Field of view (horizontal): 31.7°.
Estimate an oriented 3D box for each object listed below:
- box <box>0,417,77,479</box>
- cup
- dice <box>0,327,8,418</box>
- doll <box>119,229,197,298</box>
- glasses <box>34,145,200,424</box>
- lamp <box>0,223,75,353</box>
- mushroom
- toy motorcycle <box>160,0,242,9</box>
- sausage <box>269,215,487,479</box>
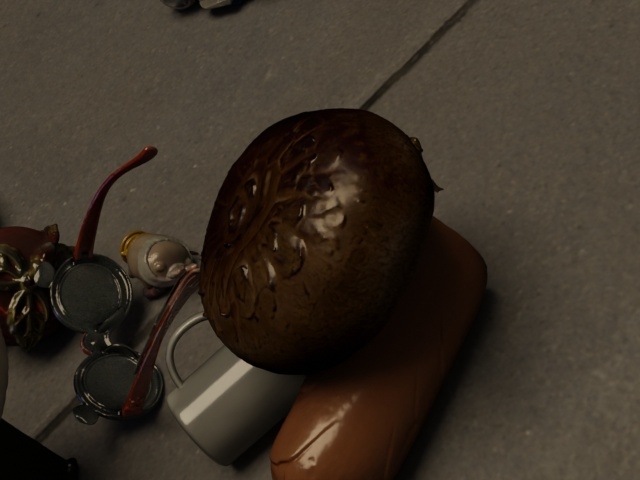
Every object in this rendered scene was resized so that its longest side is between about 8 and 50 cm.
[{"bbox_3d":[-0.415,0.368,1.151,0.251,0.204,0.345,-24,45,17],"label":"box"},{"bbox_3d":[-0.092,0.142,1.174,0.133,0.099,0.136,-42,74,0],"label":"cup"},{"bbox_3d":[-0.472,0.133,1.052,0.259,0.251,0.243,-22,46,18],"label":"dice"},{"bbox_3d":[-0.199,0.035,1.385,0.127,0.073,0.084,24,104,49],"label":"doll"},{"bbox_3d":[-0.228,0.046,1.239,0.118,0.268,0.234,-7,55,-25],"label":"glasses"},{"bbox_3d":[-0.399,0.079,1.443,0.215,0.151,0.223,-58,2,-26],"label":"lamp"},{"bbox_3d":[-0.008,-0.012,1.043,0.297,0.163,0.278,-13,43,59],"label":"mushroom"},{"bbox_3d":[-0.154,-0.410,1.688,0.254,0.112,0.112,-5,53,34],"label":"toy motorcycle"},{"bbox_3d":[0.057,0.125,1.081,0.121,0.121,0.304,12,63,41],"label":"sausage"}]
